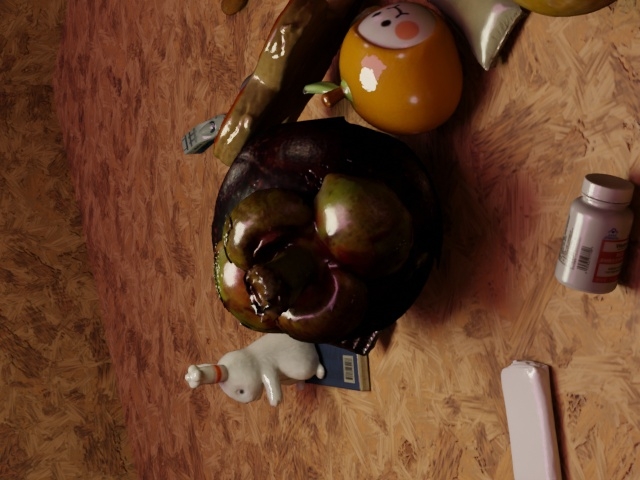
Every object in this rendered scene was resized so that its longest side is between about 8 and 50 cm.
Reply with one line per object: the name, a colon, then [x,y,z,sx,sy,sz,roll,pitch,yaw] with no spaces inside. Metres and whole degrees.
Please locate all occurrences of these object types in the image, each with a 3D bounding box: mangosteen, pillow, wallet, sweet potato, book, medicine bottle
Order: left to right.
sweet potato: [-0.176,-0.564,2.338,0.195,0.056,0.056,-28,68,55]
mangosteen: [0.003,-0.022,1.632,0.421,0.381,0.380,18,-116,-76]
book: [0.020,0.197,2.061,0.269,0.025,0.190,-8,85,64]
pillow: [0.225,-0.358,1.538,0.208,0.053,0.119,59,145,38]
wallet: [0.303,0.265,1.484,0.095,0.033,0.189,-19,77,62]
medicine bottle: [0.348,-0.009,1.302,0.079,0.079,0.140,42,130,55]

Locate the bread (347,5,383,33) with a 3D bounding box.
bread: [0.089,-0.333,1.763,0.110,0.103,0.156,62,138,32]

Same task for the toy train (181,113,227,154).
toy train: [-0.287,-0.269,2.597,0.234,0.051,0.052,-23,77,63]

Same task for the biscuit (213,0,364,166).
biscuit: [-0.060,-0.295,1.795,0.368,0.076,0.394,-58,-4,28]

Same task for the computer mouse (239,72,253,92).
computer mouse: [-0.137,-0.254,2.287,0.120,0.057,0.232,158,109,-63]

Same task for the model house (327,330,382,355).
model house: [0.058,0.118,1.873,0.152,0.106,0.165,45,123,33]

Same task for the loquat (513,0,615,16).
loquat: [0.292,-0.382,1.226,0.244,0.244,0.243,14,106,63]

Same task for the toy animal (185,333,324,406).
toy animal: [-0.136,0.272,2.070,0.140,0.283,0.138,-27,84,65]

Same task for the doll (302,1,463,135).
doll: [0.099,-0.250,1.598,0.213,0.236,0.213,156,90,-88]
